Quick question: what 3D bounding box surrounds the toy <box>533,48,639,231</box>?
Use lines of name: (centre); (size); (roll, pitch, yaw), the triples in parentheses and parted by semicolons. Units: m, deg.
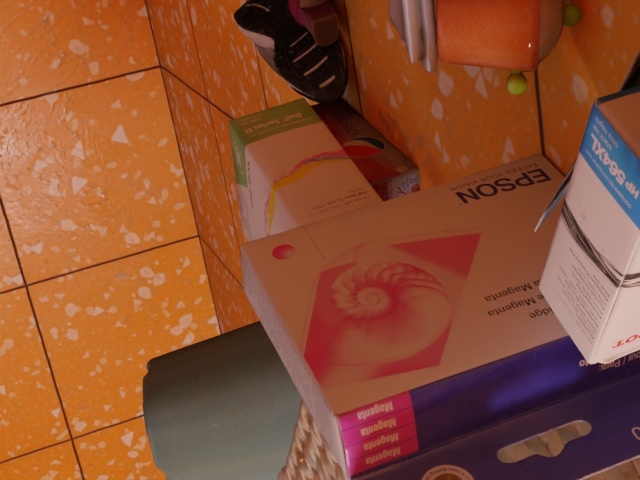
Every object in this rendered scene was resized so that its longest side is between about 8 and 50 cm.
toy: (0.243, -0.095, 0.816); (0.056, 0.137, 0.237); (36, 154, 15)

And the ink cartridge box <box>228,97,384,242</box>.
ink cartridge box: (0.000, 0.000, 1.410); (0.353, 0.119, 0.207); (-124, 22, -46)

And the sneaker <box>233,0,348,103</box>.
sneaker: (-0.028, -0.275, 1.619); (0.271, 0.100, 0.108); (52, 178, 46)

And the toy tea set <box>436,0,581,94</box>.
toy tea set: (0.161, -0.299, 0.938); (0.200, 0.124, 0.336); (-80, -14, -48)

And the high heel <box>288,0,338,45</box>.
high heel: (-0.013, -0.387, 1.465); (0.244, 0.082, 0.117); (79, 168, -49)

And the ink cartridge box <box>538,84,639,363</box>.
ink cartridge box: (0.251, -0.019, 0.775); (0.203, 0.148, 0.086); (94, 152, -51)

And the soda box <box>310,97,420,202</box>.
soda box: (0.046, -0.105, 1.522); (0.263, 0.083, 0.092); (-130, 28, -54)

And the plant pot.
plant pot: (-0.082, 0.269, 1.720); (0.341, 0.334, 0.341); (-15, -90, -86)

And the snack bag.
snack bag: (0.067, -0.365, 1.083); (0.342, 0.037, 0.323); (-96, -2, -65)

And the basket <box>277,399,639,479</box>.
basket: (0.167, 0.261, 1.034); (0.266, 0.328, 0.331); (98, 152, -52)

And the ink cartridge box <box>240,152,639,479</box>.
ink cartridge box: (0.133, 0.070, 0.946); (0.330, 0.324, 0.071); (-125, 23, -48)
